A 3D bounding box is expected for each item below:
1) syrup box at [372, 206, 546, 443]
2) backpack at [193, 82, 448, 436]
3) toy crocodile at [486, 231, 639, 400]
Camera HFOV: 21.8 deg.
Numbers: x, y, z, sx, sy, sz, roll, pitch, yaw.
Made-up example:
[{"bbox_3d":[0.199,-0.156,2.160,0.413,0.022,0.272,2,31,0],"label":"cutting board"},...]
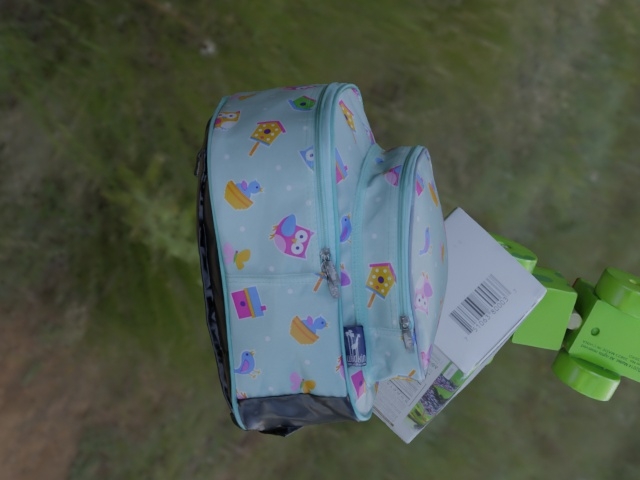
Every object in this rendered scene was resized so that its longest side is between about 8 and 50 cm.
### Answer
[{"bbox_3d":[0.086,0.072,1.291,0.093,0.096,0.237,-43,171,-19],"label":"syrup box"},{"bbox_3d":[0.000,0.000,0.974,0.166,0.144,0.188,-58,135,-71],"label":"backpack"},{"bbox_3d":[0.209,0.063,1.558,0.105,0.341,0.115,-112,-138,-67],"label":"toy crocodile"}]
